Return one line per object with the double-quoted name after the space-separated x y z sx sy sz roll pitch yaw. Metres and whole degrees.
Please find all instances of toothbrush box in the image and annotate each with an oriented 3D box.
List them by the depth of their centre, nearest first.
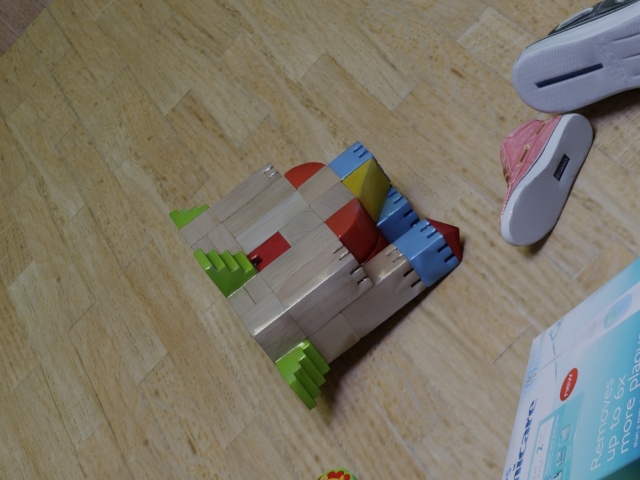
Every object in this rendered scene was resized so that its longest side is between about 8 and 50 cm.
0.275 0.142 1.318 0.295 0.126 0.216 129 162 -59 "toothbrush box"

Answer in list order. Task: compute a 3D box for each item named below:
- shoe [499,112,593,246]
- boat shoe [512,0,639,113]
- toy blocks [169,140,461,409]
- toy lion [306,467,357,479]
0.231 -0.066 1.747 0.081 0.063 0.178 0 52 52 "shoe"
0.361 -0.231 1.695 0.335 0.121 0.119 -7 37 37 "boat shoe"
0.000 0.000 1.881 0.261 0.191 0.381 -38 33 -2 "toy blocks"
-0.004 0.286 1.703 0.096 0.034 0.100 -53 31 -17 "toy lion"
